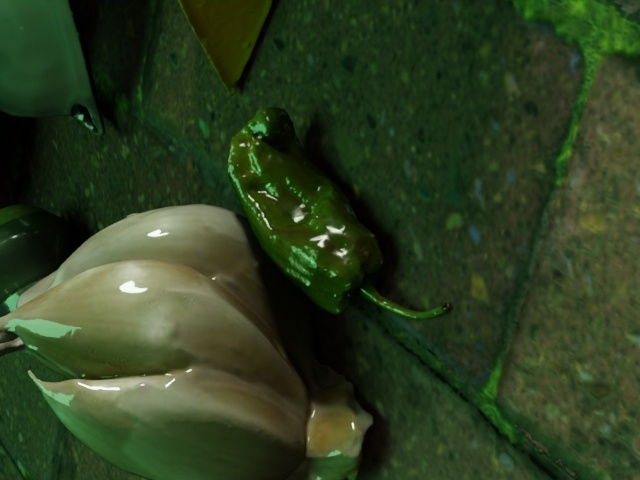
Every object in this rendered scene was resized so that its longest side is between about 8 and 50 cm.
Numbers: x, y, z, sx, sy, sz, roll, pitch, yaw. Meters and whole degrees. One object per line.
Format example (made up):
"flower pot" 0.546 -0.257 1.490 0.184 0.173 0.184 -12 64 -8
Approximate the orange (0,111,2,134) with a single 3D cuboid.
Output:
"orange" -0.504 -0.158 1.344 0.322 0.322 0.357 1 98 54

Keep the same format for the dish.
"dish" -0.314 -0.224 1.156 0.303 0.120 0.303 57 162 30

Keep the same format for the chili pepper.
"chili pepper" -0.002 0.000 0.879 0.204 0.072 0.073 56 154 25

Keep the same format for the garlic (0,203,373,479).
"garlic" -0.113 0.088 0.914 0.210 0.292 0.237 -45 19 40

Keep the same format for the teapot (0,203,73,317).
"teapot" -0.298 0.038 1.269 0.119 0.130 0.165 58 172 10

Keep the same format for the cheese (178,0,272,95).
"cheese" -0.080 -0.203 0.967 0.093 0.126 0.171 56 156 36
